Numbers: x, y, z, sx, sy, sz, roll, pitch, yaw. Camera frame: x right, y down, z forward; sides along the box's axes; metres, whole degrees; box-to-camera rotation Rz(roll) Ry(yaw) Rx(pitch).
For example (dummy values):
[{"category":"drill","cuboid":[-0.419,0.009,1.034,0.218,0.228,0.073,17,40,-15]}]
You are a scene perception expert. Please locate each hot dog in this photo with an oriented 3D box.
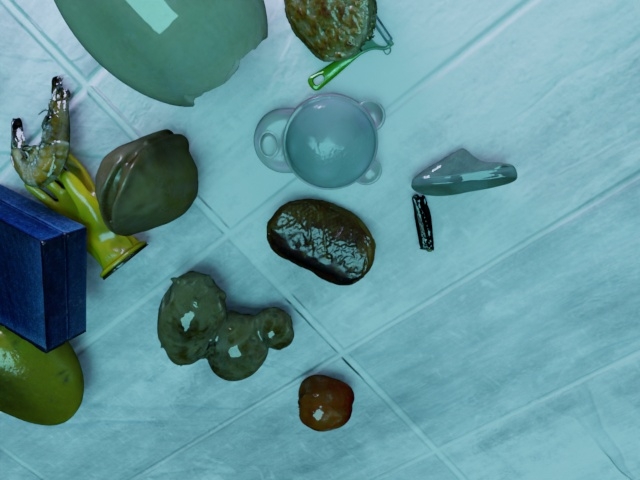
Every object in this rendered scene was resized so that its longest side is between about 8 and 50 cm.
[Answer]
[{"category":"hot dog","cuboid":[-0.001,0.003,1.011,0.227,0.099,0.160,29,114,-8]}]

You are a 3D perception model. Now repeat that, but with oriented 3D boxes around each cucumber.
[{"category":"cucumber","cuboid":[0.213,-0.034,1.015,0.033,0.034,0.134,-2,113,24]}]

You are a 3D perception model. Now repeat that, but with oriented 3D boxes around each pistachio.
[{"category":"pistachio","cuboid":[-0.325,-0.096,0.903,0.163,0.260,0.212,21,107,5]}]

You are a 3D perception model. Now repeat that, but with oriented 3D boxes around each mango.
[{"category":"mango","cuboid":[-0.710,0.300,1.159,0.253,0.182,0.364,-22,111,13]}]

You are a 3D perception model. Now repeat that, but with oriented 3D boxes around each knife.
[{"category":"knife","cuboid":[0.050,-0.326,0.889,0.166,0.022,0.078,-34,86,19]}]

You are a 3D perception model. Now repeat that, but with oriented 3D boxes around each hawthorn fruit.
[{"category":"hawthorn fruit","cuboid":[0.013,0.393,1.183,0.138,0.133,0.132,0,116,-8]}]

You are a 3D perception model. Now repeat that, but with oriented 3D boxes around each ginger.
[{"category":"ginger","cuboid":[-0.218,0.206,1.109,0.304,0.155,0.244,22,108,-15]}]

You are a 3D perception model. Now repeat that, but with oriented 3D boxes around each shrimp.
[{"category":"shrimp","cuboid":[-0.542,-0.210,0.949,0.150,0.051,0.217,7,87,23]}]

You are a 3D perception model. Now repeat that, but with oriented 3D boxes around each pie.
[{"category":"pie","cuboid":[0.016,-0.403,0.829,0.163,0.079,0.193,4,115,17]}]

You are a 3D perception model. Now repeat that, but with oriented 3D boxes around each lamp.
[{"category":"lamp","cuboid":[-0.005,-0.181,0.920,0.246,0.108,0.179,3,112,3]}]

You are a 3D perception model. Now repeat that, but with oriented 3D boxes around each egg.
[{"category":"egg","cuboid":[-0.253,-0.383,0.746,0.278,0.278,0.336,-34,113,18]}]

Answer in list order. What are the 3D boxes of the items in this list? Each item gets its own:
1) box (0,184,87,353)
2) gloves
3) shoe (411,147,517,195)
[{"category":"box","cuboid":[-0.622,0.051,1.025,0.279,0.116,0.261,23,116,20]},{"category":"gloves","cuboid":[-0.502,-0.066,1.022,0.133,0.116,0.294,-36,101,10]},{"category":"shoe","cuboid":[0.274,-0.135,0.951,0.195,0.079,0.078,-3,77,16]}]
